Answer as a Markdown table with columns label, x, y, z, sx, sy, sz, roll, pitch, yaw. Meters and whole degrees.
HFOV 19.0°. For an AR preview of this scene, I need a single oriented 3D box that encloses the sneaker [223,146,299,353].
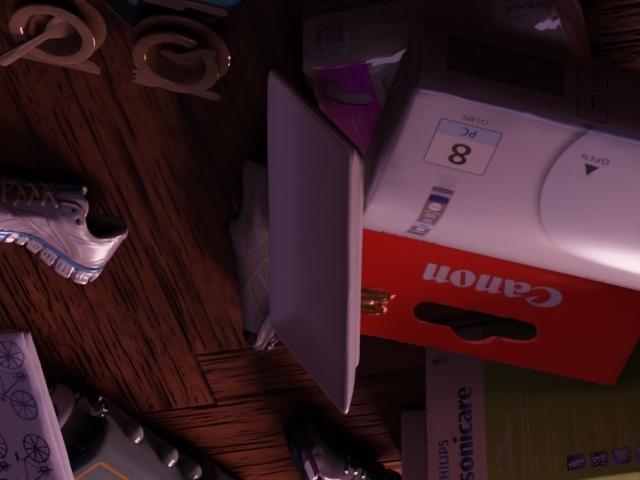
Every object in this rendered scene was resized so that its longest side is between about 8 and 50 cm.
| label | x | y | z | sx | sy | sz | roll | pitch | yaw |
| --- | --- | --- | --- | --- | --- | --- | --- | --- | --- |
| sneaker | -0.039 | 0.007 | 1.779 | 0.108 | 0.100 | 0.271 | 36 | 146 | 14 |

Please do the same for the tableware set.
| label | x | y | z | sx | sy | sz | roll | pitch | yaw |
| --- | --- | --- | --- | --- | --- | --- | --- | --- | --- |
| tableware set | -0.172 | -0.162 | 1.590 | 0.194 | 0.039 | 0.128 | 13 | 146 | 2 |

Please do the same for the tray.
| label | x | y | z | sx | sy | sz | roll | pitch | yaw |
| --- | --- | --- | --- | --- | --- | --- | --- | --- | --- |
| tray | 0.000 | 0.000 | 1.594 | 0.030 | 0.145 | 0.270 | -16 | 128 | -22 |

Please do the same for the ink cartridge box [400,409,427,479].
| label | x | y | z | sx | sy | sz | roll | pitch | yaw |
| --- | --- | --- | --- | --- | --- | --- | --- | --- | --- |
| ink cartridge box | 0.238 | 0.286 | 1.956 | 0.306 | 0.226 | 0.131 | -3 | 137 | 5 |

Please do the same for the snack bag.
| label | x | y | z | sx | sy | sz | roll | pitch | yaw |
| --- | --- | --- | --- | --- | --- | --- | --- | --- | --- |
| snack bag | -0.400 | 0.229 | 1.936 | 0.343 | 0.037 | 0.323 | -1 | 116 | 24 |

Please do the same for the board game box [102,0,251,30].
| label | x | y | z | sx | sy | sz | roll | pitch | yaw |
| --- | --- | --- | --- | --- | --- | --- | --- | --- | --- |
| board game box | -0.145 | -0.242 | 1.548 | 0.126 | 0.026 | 0.186 | -26 | 130 | 27 |

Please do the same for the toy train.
| label | x | y | z | sx | sy | sz | roll | pitch | yaw |
| --- | --- | --- | --- | --- | --- | --- | --- | --- | --- |
| toy train | -0.219 | 0.275 | 2.043 | 0.190 | 0.142 | 0.334 | -37 | 124 | 20 |

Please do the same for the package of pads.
| label | x | y | z | sx | sy | sz | roll | pitch | yaw |
| --- | --- | --- | --- | --- | --- | --- | --- | --- | --- |
| package of pads | 0.131 | -0.098 | 1.636 | 0.229 | 0.101 | 0.296 | -10 | 136 | 14 |

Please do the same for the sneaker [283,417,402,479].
| label | x | y | z | sx | sy | sz | roll | pitch | yaw |
| --- | --- | --- | --- | --- | --- | --- | --- | --- | --- |
| sneaker | 0.031 | 0.247 | 2.051 | 0.098 | 0.083 | 0.223 | -25 | 139 | -1 |

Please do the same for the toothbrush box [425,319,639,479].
| label | x | y | z | sx | sy | sz | roll | pitch | yaw |
| --- | --- | --- | --- | --- | --- | --- | --- | --- | --- |
| toothbrush box | 0.251 | 0.181 | 1.857 | 0.283 | 0.206 | 0.122 | -9 | 137 | 11 |

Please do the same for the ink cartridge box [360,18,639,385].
| label | x | y | z | sx | sy | sz | roll | pitch | yaw |
| --- | --- | --- | --- | --- | --- | --- | --- | --- | --- |
| ink cartridge box | 0.175 | 0.008 | 1.609 | 0.308 | 0.091 | 0.385 | 12 | 136 | -8 |

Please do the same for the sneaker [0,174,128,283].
| label | x | y | z | sx | sy | sz | roll | pitch | yaw |
| --- | --- | --- | --- | --- | --- | --- | --- | --- | --- |
| sneaker | -0.260 | -0.033 | 1.759 | 0.191 | 0.071 | 0.083 | 26 | 126 | -35 |
